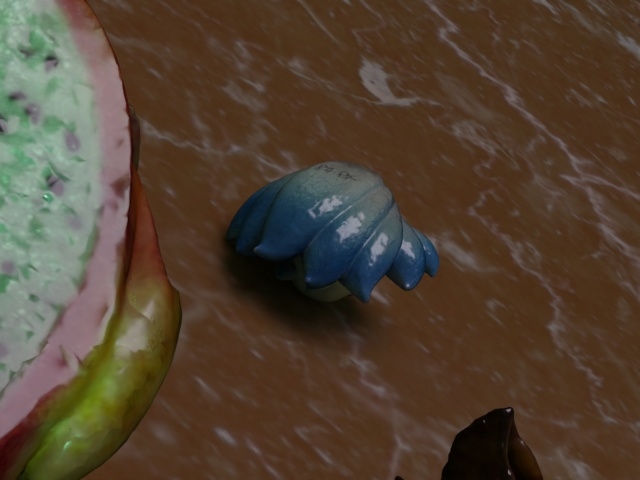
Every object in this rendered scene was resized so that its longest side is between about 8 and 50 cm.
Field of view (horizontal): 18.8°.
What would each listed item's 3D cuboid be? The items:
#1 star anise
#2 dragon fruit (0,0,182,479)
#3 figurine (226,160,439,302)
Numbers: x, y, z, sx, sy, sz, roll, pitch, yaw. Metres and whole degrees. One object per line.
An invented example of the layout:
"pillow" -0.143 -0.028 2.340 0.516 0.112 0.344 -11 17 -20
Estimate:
"star anise" 0.047 0.144 0.860 0.144 0.158 0.140 17 -3 42
"dragon fruit" -0.203 0.011 0.609 0.305 0.226 0.305 7 62 -14
"figurine" 0.000 0.000 1.020 0.114 0.079 0.114 13 29 -7
